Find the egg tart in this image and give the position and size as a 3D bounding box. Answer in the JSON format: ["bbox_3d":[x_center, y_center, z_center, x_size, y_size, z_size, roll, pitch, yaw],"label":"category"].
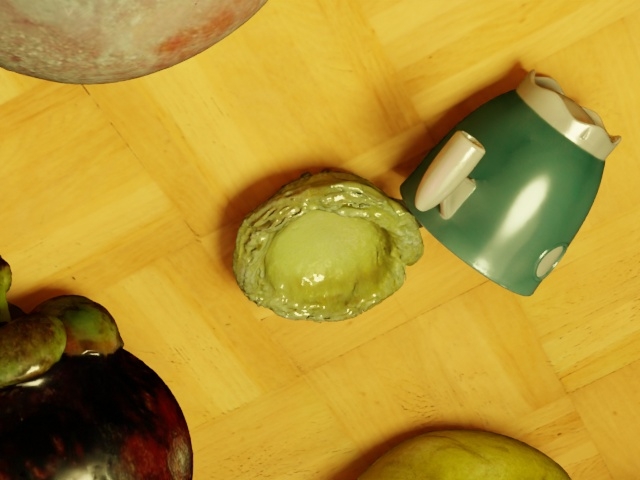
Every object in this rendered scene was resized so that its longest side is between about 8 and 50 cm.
[{"bbox_3d":[0.000,0.000,1.452,0.197,0.078,0.197,-6,136,-6],"label":"egg tart"}]

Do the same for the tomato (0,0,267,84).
[{"bbox_3d":[-0.161,-0.262,1.027,0.316,0.282,0.317,4,129,5],"label":"tomato"}]

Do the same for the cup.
[{"bbox_3d":[0.190,-0.065,1.412,0.173,0.167,0.299,-53,153,16],"label":"cup"}]

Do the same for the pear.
[{"bbox_3d":[0.150,0.349,1.715,0.321,0.269,0.269,-7,133,-20],"label":"pear"}]

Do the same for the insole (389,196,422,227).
[{"bbox_3d":[0.055,-0.031,1.498,0.135,0.002,0.045,9,128,-27],"label":"insole"}]

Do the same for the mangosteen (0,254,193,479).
[{"bbox_3d":[-0.269,0.203,1.417,0.311,0.311,0.311,-10,133,-11],"label":"mangosteen"}]
